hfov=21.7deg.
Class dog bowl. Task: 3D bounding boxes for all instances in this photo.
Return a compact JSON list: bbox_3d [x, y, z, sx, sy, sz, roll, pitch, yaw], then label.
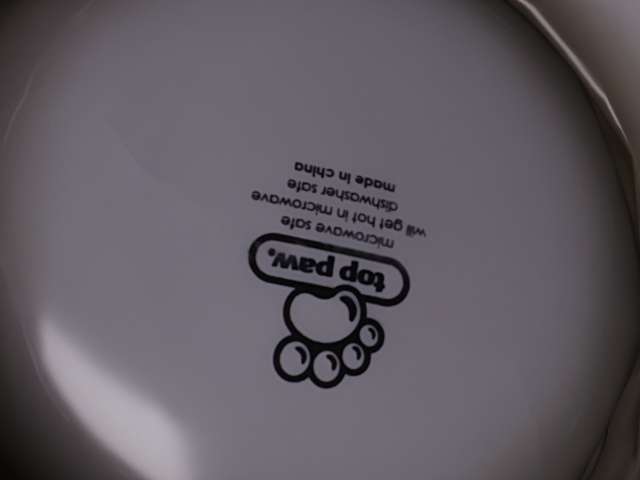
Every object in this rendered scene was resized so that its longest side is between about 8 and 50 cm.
[{"bbox_3d":[0.000,0.000,0.585,0.408,0.150,0.408,5,74,-17],"label":"dog bowl"}]
